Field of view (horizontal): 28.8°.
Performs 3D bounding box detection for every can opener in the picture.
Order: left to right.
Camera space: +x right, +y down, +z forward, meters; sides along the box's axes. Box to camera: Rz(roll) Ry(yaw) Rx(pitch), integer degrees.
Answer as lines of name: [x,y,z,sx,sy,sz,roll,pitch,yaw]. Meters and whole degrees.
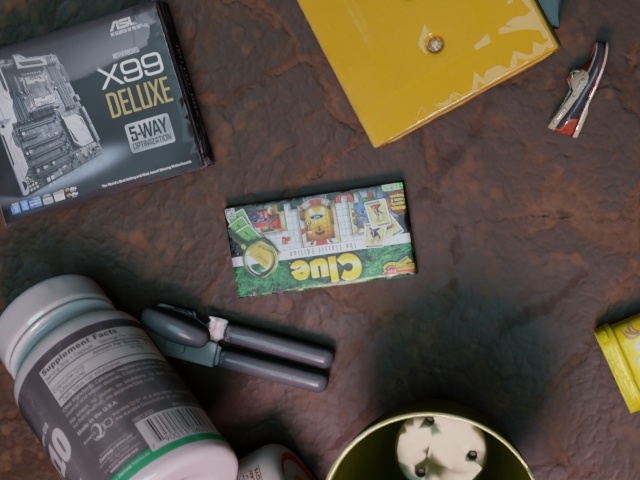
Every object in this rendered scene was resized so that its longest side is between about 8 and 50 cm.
can opener: [-0.121,0.157,1.779,0.280,0.093,0.074,14,99,1]

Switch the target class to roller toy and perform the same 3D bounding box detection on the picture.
roller toy: [-0.066,0.390,1.745,0.146,0.209,0.191,-31,84,10]

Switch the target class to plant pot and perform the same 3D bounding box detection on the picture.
plant pot: [0.151,0.321,1.657,0.275,0.293,0.275,1,98,7]

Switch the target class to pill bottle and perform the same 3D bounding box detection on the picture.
pill bottle: [-0.286,0.225,1.684,0.204,0.204,0.361,-49,58,11]

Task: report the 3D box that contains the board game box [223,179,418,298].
board game box: [0.000,0.000,1.767,0.259,0.030,0.136,-9,99,9]

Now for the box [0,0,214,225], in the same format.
box: [-0.329,-0.179,1.759,0.307,0.076,0.242,-15,96,10]

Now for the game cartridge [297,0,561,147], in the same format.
game cartridge: [0.122,-0.329,1.663,0.285,0.052,0.324,-27,87,20]

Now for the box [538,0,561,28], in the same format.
box: [0.279,-0.314,1.671,0.083,0.052,0.062,3,100,6]

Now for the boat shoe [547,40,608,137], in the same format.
boat shoe: [0.350,-0.207,1.681,0.043,0.049,0.137,21,105,6]

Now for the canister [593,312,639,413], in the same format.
canister: [0.477,0.146,1.701,0.170,0.073,0.126,-24,95,9]
